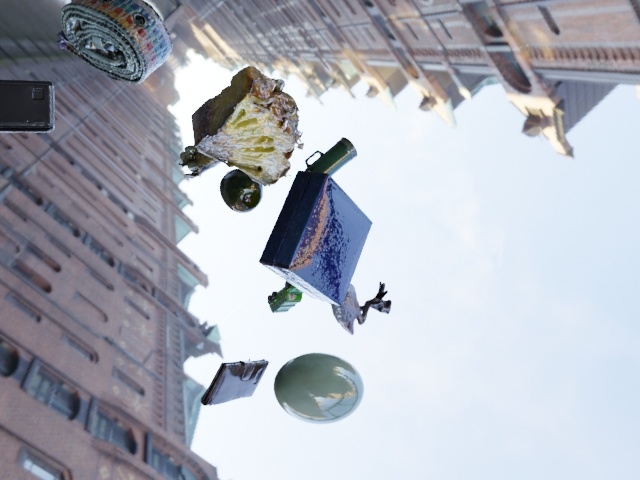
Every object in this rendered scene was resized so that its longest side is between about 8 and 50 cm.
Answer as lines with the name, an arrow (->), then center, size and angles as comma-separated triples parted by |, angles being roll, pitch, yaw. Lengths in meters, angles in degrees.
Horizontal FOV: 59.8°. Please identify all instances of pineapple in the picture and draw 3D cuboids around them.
pineapple -> -0.125, -0.195, 0.951 | 0.186, 0.236, 0.115 | -12, -123, 3

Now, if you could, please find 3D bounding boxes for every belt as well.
belt -> -0.554, -0.541, 1.463 | 0.161, 0.294, 0.207 | -60, 176, -32

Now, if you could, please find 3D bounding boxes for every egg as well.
egg -> -0.002, 0.424, 1.604 | 0.203, 0.282, 0.203 | -24, -120, 53

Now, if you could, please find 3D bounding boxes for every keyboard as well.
keyboard -> -0.525, -0.205, 0.837 | 0.025, 0.230, 0.094 | 139, -52, -71

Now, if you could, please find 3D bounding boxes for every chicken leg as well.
chicken leg -> -0.236, -0.288, 1.587 | 0.428, 0.201, 0.153 | -20, -126, 26

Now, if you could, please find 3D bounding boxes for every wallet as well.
wallet -> -0.224, 0.376, 1.488 | 0.042, 0.230, 0.124 | 29, -87, 26

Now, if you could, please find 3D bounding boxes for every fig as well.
fig -> -0.227, -0.147, 1.489 | 0.117, 0.117, 0.177 | -45, -131, -4

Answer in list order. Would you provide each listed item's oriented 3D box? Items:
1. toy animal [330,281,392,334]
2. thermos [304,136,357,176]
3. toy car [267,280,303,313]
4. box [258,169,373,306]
toy animal -> 0.073, 0.165, 1.711 | 0.195, 0.324, 0.090 | -60, -152, -7
thermos -> 0.016, -0.222, 1.626 | 0.187, 0.083, 0.073 | -42, -147, -13
toy car -> -0.102, 0.176, 1.744 | 0.165, 0.071, 0.063 | -41, -122, 46
box -> 0.000, 0.000, 1.453 | 0.116, 0.279, 0.262 | 12, -107, 36
